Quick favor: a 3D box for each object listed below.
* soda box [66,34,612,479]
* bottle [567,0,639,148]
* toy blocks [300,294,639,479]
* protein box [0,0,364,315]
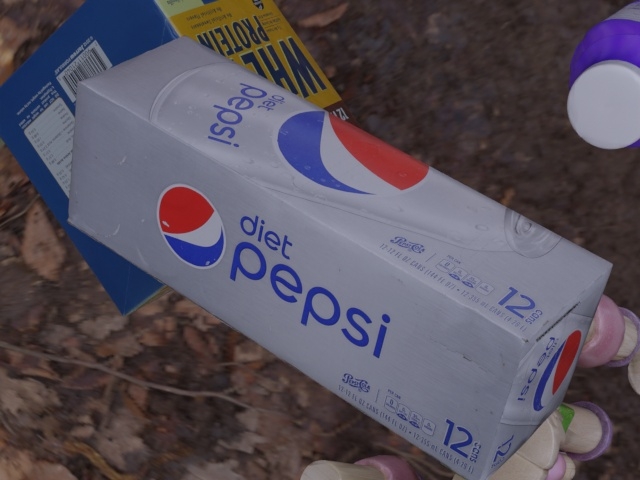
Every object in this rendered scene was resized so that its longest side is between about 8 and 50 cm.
[{"bbox_3d":[0.000,0.000,0.742,0.286,0.098,0.091,30,39,25],"label":"soda box"},{"bbox_3d":[0.272,-0.138,1.191,0.118,0.283,0.092,23,114,15],"label":"bottle"},{"bbox_3d":[0.200,0.179,1.202,0.260,0.309,0.289,22,94,-56],"label":"toy blocks"},{"bbox_3d":[-0.111,-0.088,1.089,0.201,0.200,0.136,55,34,1],"label":"protein box"}]
